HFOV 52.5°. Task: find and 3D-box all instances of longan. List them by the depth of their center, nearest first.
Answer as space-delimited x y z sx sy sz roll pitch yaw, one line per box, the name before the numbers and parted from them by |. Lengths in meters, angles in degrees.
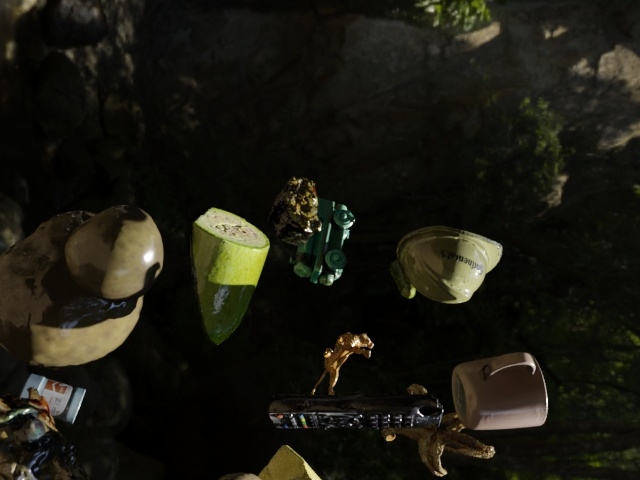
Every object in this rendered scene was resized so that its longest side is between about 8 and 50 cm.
longan | -0.492 0.029 1.568 0.215 0.246 0.246 -156 -114 -83
longan | -0.697 0.147 1.809 0.404 0.436 0.404 38 -25 22

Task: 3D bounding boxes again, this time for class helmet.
helmet | 0.307 0.081 1.528 0.204 0.257 0.137 113 -16 -48

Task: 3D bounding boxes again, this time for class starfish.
starfish | 0.351 0.567 1.946 0.312 0.303 0.113 43 -49 39

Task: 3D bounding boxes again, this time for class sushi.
sushi | -0.078 -0.096 1.923 0.115 0.147 0.212 123 -23 -44

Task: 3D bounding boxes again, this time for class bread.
bread | -0.086 0.853 2.084 0.263 0.236 0.198 55 -20 -24

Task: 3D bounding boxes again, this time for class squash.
squash | -0.274 0.107 1.708 0.233 0.210 0.309 -75 -170 -74

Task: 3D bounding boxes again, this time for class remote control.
remote control | 0.079 0.393 1.508 0.144 0.399 0.062 82 9 -56

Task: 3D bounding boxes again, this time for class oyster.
oyster | -0.610 0.474 1.366 0.096 0.221 0.361 -34 -93 41

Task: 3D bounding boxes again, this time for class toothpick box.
toothpick box | -0.739 0.435 1.784 0.101 0.153 0.101 -160 -90 -76

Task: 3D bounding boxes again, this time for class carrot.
carrot | 0.264 0.120 2.057 0.358 0.074 0.074 -78 170 -80

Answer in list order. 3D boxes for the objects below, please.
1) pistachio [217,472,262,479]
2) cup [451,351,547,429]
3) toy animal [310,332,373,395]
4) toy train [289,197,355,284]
pistachio | -0.179 0.579 1.436 0.124 0.185 0.124 -20 -121 37
cup | 0.462 0.379 1.686 0.253 0.200 0.191 90 -7 -47
toy animal | 0.043 0.373 1.968 0.255 0.114 0.116 -46 -179 0
toy train | 0.000 0.000 2.155 0.120 0.194 0.298 111 -9 -59
